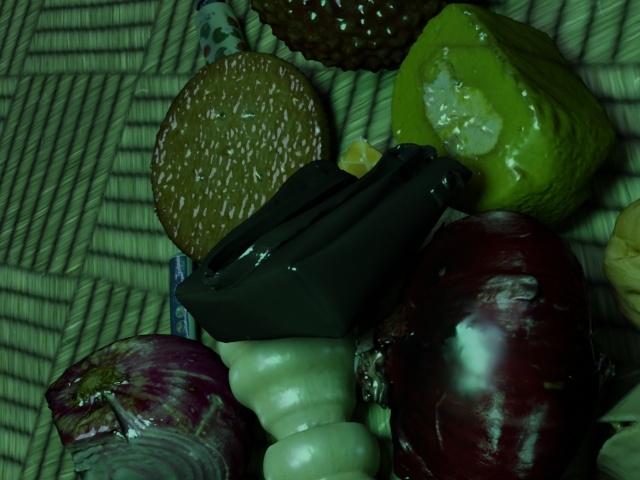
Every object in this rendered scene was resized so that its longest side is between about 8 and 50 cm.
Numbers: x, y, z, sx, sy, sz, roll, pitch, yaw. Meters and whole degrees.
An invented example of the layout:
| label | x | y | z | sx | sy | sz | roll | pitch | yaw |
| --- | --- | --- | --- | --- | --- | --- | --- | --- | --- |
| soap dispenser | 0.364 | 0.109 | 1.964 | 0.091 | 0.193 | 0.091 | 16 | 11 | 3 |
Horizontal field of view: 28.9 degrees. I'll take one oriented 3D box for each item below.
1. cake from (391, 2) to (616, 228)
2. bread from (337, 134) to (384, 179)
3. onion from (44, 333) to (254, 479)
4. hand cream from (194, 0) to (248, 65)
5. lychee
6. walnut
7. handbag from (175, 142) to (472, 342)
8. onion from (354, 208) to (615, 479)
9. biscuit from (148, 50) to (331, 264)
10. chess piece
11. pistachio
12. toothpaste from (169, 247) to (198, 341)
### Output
| label | x | y | z | sx | sy | sz | roll | pitch | yaw |
| --- | --- | --- | --- | --- | --- | --- | --- | --- | --- |
| cake | 0.192 | -0.124 | 1.356 | 0.179 | 0.156 | 0.260 | -56 | 39 | 33 |
| bread | 0.040 | -0.019 | 1.506 | 0.188 | 0.068 | 0.125 | -56 | 46 | 10 |
| onion | -0.201 | 0.227 | 1.530 | 0.230 | 0.272 | 0.256 | -33 | 56 | -4 |
| hand cream | -0.125 | -0.235 | 1.754 | 0.095 | 0.059 | 0.276 | -35 | 58 | 28 |
| lychee | 0.042 | -0.339 | 1.499 | 0.304 | 0.275 | 0.276 | 44 | 105 | 21 |
| walnut | 0.355 | 0.028 | 1.150 | 0.206 | 0.159 | 0.159 | 15 | 84 | 51 |
| handbag | 0.000 | 0.000 | 1.298 | 0.257 | 0.113 | 0.285 | -42 | 15 | -27 |
| onion | 0.147 | 0.118 | 1.212 | 0.232 | 0.314 | 0.314 | 9 | 76 | -1 |
| biscuit | -0.110 | -0.107 | 1.670 | 0.305 | 0.038 | 0.305 | -7 | 78 | 34 |
| chess piece | -0.007 | 0.226 | 1.396 | 0.167 | 0.167 | 0.300 | -32 | 58 | 29 |
| pistachio | 0.324 | 0.169 | 1.105 | 0.152 | 0.223 | 0.126 | 2 | 71 | -4 |
| toothpaste | -0.186 | 0.091 | 1.689 | 0.057 | 0.034 | 0.197 | -26 | 60 | 43 |
